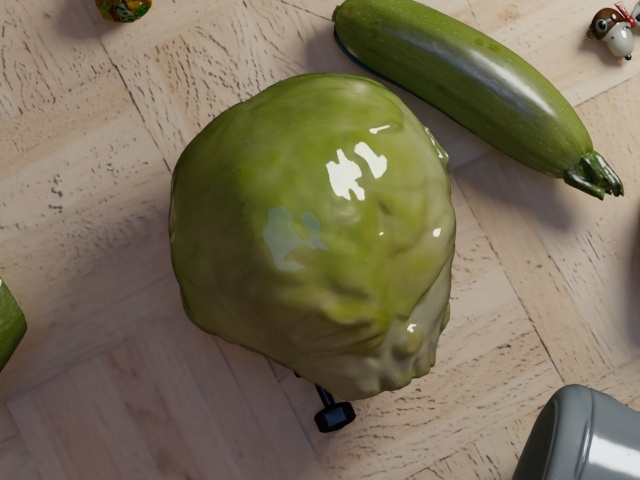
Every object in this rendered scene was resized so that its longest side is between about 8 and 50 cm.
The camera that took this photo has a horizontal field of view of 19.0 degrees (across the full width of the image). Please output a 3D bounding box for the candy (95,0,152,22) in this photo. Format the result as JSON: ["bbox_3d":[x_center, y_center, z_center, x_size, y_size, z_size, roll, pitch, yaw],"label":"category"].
[{"bbox_3d":[-0.233,-0.302,1.918,0.060,0.060,0.201,-31,77,-5],"label":"candy"}]

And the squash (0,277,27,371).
[{"bbox_3d":[-0.359,0.081,1.813,0.123,0.170,0.170,-40,85,-21],"label":"squash"}]

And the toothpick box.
[{"bbox_3d":[0.347,0.305,1.751,0.354,0.263,0.263,19,83,0],"label":"toothpick box"}]

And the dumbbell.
[{"bbox_3d":[0.003,0.146,1.867,0.036,0.040,0.083,-27,83,27],"label":"dumbbell"}]

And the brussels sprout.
[{"bbox_3d":[-0.012,-0.006,1.795,0.273,0.242,0.317,3,79,-25],"label":"brussels sprout"}]

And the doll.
[{"bbox_3d":[0.311,-0.223,1.920,0.058,0.040,0.085,43,88,-9],"label":"doll"}]

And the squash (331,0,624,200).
[{"bbox_3d":[0.164,-0.150,1.884,0.341,0.094,0.094,33,83,5],"label":"squash"}]
